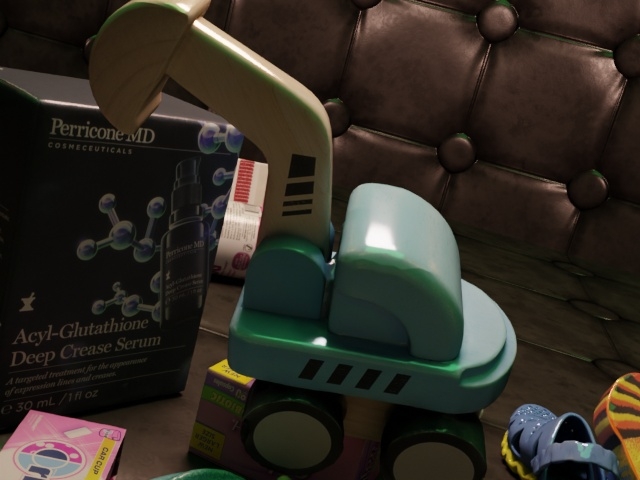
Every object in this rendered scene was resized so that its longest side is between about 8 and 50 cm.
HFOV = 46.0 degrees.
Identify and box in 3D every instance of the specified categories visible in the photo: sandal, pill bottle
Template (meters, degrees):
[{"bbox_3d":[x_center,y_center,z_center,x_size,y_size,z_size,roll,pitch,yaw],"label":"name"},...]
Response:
[{"bbox_3d":[0.334,0.296,1.032,0.126,0.138,0.317,13,13,-1],"label":"sandal"},{"bbox_3d":[-0.256,-0.015,1.564,0.283,0.160,0.160,11,15,-16],"label":"pill bottle"}]

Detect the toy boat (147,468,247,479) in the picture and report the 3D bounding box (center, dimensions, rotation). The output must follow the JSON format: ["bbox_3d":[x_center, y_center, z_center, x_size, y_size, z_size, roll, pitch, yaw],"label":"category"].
[{"bbox_3d":[-0.124,0.278,0.602,0.318,0.148,0.268,3,19,-41],"label":"toy boat"}]

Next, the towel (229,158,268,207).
[{"bbox_3d":[-0.204,-0.069,1.686,0.329,0.236,0.037,10,-2,-19],"label":"towel"}]

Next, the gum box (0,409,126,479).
[{"bbox_3d":[-0.269,0.247,0.743,0.107,0.062,0.188,13,14,-5],"label":"gum box"}]

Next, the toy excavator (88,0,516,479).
[{"bbox_3d":[0.000,0.000,0.752,0.433,0.444,0.222,10,30,2],"label":"toy excavator"}]

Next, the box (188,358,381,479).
[{"bbox_3d":[-0.011,0.223,0.990,0.214,0.117,0.243,20,16,19],"label":"box"}]

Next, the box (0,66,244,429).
[{"bbox_3d":[-0.308,0.001,0.970,0.212,0.395,0.294,26,18,38],"label":"box"}]

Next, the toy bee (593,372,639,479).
[{"bbox_3d":[0.445,0.324,0.994,0.162,0.195,0.298,-17,37,-18],"label":"toy bee"}]

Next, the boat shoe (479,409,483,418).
[{"bbox_3d":[0.161,0.248,1.189,0.184,0.066,0.063,23,30,21],"label":"boat shoe"}]

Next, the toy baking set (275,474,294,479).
[{"bbox_3d":[0.057,0.311,0.703,0.256,0.030,0.196,34,-11,45],"label":"toy baking set"}]
